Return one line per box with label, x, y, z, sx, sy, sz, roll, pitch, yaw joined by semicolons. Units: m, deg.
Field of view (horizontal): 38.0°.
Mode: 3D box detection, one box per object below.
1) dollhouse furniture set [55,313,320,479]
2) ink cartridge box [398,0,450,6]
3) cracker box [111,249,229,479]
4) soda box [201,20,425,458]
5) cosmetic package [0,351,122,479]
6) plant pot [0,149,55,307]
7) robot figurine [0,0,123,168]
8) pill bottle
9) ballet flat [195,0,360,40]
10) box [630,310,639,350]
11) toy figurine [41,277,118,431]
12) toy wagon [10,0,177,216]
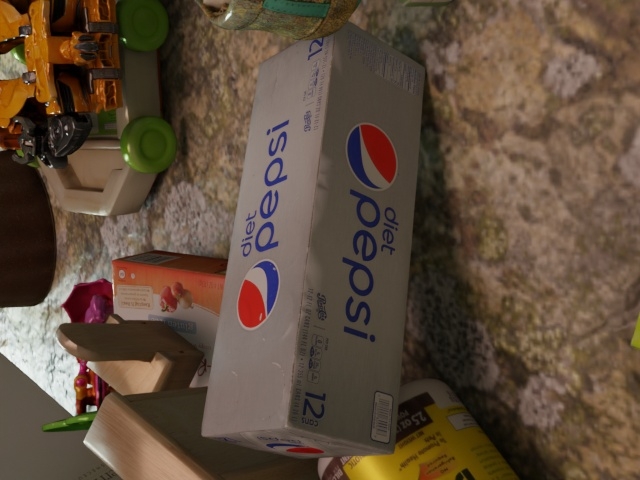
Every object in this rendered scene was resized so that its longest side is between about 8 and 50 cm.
dollhouse furniture set;-0.159;0.284;0.736;0.303;0.173;0.356;33;101;27
ink cartridge box;0.082;-0.297;0.602;0.171;0.056;0.235;-31;76;48
cracker box;-0.116;0.133;0.879;0.155;0.067;0.232;6;103;33
soda box;0.000;0.000;0.642;0.098;0.091;0.286;-19;58;48
cosmetic package;-0.428;0.265;1.114;0.385;0.217;0.156;31;121;21
plant pot;-0.494;-0.001;1.190;0.215;0.230;0.216;13;108;48
robot figurine;-0.283;-0.179;0.918;0.291;0.085;0.211;7;102;49
pill bottle;0.098;0.209;0.632;0.215;0.117;0.117;53;133;28
ballet flat;-0.109;-0.250;0.648;0.348;0.123;0.123;46;129;30
box;0.256;0.039;0.473;0.178;0.042;0.109;26;117;43
toy figurine;-0.239;0.118;1.000;0.173;0.130;0.159;125;139;-74
toy wagon;-0.247;-0.201;0.991;0.267;0.068;0.345;7;102;48
